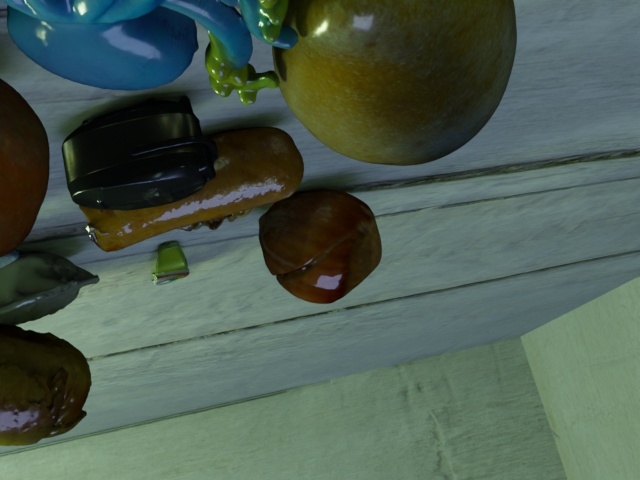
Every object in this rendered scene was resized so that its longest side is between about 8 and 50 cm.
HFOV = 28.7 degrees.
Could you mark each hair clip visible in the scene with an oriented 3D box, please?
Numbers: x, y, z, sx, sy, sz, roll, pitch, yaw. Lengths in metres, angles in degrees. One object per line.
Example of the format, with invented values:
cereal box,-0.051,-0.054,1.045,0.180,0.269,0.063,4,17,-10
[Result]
hair clip,-0.234,0.042,1.961,0.060,0.033,0.188,-16,167,-12

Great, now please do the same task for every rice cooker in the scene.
rice cooker,-0.195,-0.089,1.346,0.165,0.106,0.112,-21,166,0

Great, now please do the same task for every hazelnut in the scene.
hazelnut,0.000,0.000,1.829,0.182,0.182,0.182,-16,166,-4

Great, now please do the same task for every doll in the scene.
doll,-0.190,-0.197,0.917,0.346,0.098,0.341,3,160,6

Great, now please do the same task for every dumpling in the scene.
dumpling,-0.389,0.061,1.723,0.150,0.092,0.176,-16,167,22

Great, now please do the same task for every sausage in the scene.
sausage,-0.153,-0.067,1.495,0.271,0.108,0.109,-17,166,3

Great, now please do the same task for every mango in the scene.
mango,0.060,-0.178,1.075,0.221,0.199,0.384,-34,167,9

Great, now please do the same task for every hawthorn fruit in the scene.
hawthorn fruit,-0.354,-0.078,1.075,0.200,0.199,0.251,-19,154,11

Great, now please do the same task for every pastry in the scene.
pastry,-0.488,0.182,1.740,0.356,0.163,0.356,11,-179,0

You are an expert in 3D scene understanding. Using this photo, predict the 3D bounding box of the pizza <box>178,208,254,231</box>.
pizza,-0.160,-0.050,1.606,0.194,0.069,0.154,-14,167,-16

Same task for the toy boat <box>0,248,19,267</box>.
toy boat,-0.507,0.033,1.511,0.283,0.078,0.127,-16,166,-3
